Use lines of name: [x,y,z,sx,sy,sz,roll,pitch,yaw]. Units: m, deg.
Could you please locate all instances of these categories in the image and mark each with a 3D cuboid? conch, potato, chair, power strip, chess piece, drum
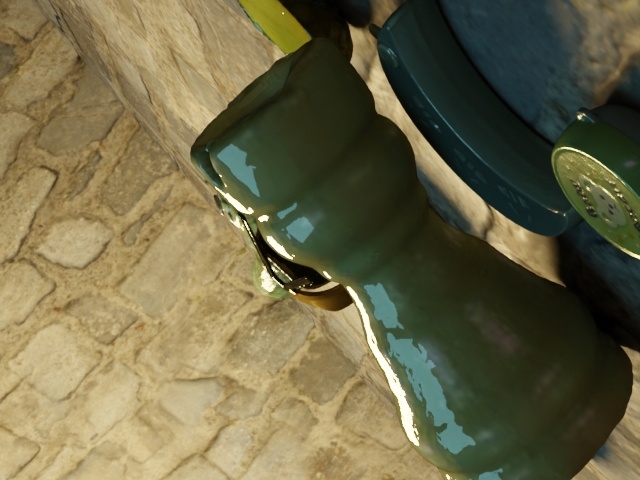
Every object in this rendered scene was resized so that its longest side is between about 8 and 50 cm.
conch: [-0.068,-0.007,1.939,0.277,0.195,0.220,28,-166,-25]
potato: [-0.024,-0.228,1.149,0.119,0.054,0.198,53,173,-28]
chair: [0.000,0.000,1.631,0.172,0.159,0.247,46,169,10]
power strip: [0.126,-0.102,0.940,0.253,0.054,0.167,47,170,12]
chess piece: [0.079,0.026,1.071,0.442,0.234,0.234,48,172,-14]
drum: [0.230,-0.038,0.718,0.130,0.049,0.253,51,171,-10]
